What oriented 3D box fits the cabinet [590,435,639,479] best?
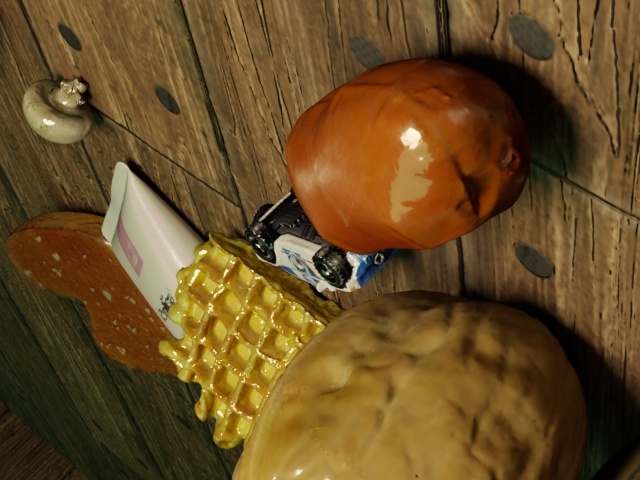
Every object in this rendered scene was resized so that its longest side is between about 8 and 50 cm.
[{"bbox_3d":[0.286,0.261,1.068,0.175,0.148,0.215,42,160,10],"label":"cabinet"}]

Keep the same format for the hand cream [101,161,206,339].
[{"bbox_3d":[-0.140,0.076,1.587,0.359,0.118,0.185,47,152,12],"label":"hand cream"}]

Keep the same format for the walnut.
[{"bbox_3d":[0.072,0.183,1.100,0.252,0.313,0.277,33,150,3],"label":"walnut"}]

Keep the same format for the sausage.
[{"bbox_3d":[0.054,-0.061,0.950,0.133,0.133,0.258,50,163,-11],"label":"sausage"}]

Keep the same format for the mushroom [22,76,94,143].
[{"bbox_3d":[-0.290,-0.154,1.503,0.085,0.085,0.079,42,124,8],"label":"mushroom"}]

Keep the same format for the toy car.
[{"bbox_3d":[0.000,0.000,1.216,0.170,0.080,0.070,18,146,49],"label":"toy car"}]

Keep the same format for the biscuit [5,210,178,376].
[{"bbox_3d":[-0.303,0.074,1.881,0.262,0.052,0.277,-5,124,44],"label":"biscuit"}]

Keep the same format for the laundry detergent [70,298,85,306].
[{"bbox_3d":[-0.361,0.046,1.995,0.211,0.063,0.137,26,146,40],"label":"laundry detergent"}]

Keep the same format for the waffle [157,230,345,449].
[{"bbox_3d":[-0.087,0.124,1.469,0.229,0.057,0.219,36,117,25],"label":"waffle"}]
